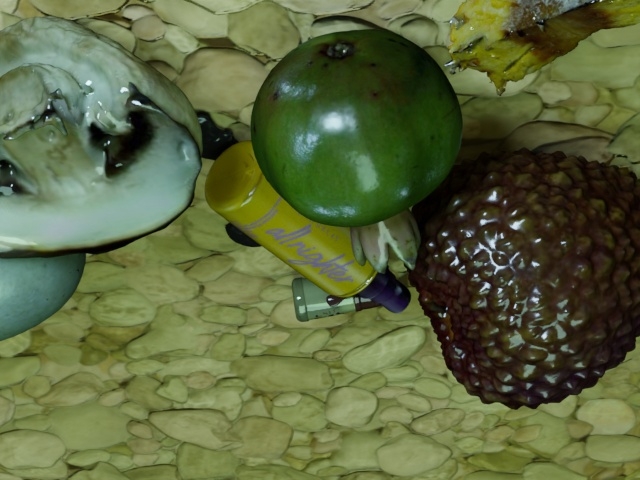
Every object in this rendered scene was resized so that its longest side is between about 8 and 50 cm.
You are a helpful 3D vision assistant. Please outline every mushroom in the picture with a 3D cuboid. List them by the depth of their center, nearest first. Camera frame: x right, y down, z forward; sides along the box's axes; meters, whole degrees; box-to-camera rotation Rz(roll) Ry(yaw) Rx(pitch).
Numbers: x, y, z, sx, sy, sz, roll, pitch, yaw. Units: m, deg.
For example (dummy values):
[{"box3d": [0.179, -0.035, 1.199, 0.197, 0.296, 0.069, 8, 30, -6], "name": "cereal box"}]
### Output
[{"box3d": [-0.230, -0.096, 1.644, 0.267, 0.164, 0.189, -29, 140, 26], "name": "mushroom"}]

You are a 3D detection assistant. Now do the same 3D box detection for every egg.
[{"box3d": [-0.340, 0.018, 1.781, 0.236, 0.169, 0.169, -9, 143, 12], "name": "egg"}]

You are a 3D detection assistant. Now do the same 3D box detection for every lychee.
[{"box3d": [0.217, 0.025, 1.781, 0.271, 0.271, 0.271, -1, 143, -1], "name": "lychee"}]

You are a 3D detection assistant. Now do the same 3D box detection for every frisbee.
[{"box3d": [-0.037, -0.070, 1.810, 0.187, 0.012, 0.211, -16, 141, 16], "name": "frisbee"}]

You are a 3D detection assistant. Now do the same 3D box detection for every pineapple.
[{"box3d": [0.202, -0.222, 1.532, 0.233, 0.135, 0.079, -24, 148, 39], "name": "pineapple"}]

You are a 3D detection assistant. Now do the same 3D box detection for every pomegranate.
[{"box3d": [0.038, -0.074, 1.651, 0.187, 0.187, 0.225, -11, 121, 11], "name": "pomegranate"}]

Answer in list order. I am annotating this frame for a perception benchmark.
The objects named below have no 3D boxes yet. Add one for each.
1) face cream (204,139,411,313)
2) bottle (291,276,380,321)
[{"box3d": [0.000, 0.000, 1.831, 0.078, 0.078, 0.273, -25, 138, 27], "name": "face cream"}, {"box3d": [0.022, 0.058, 1.955, 0.101, 0.063, 0.047, -7, 115, 2], "name": "bottle"}]
